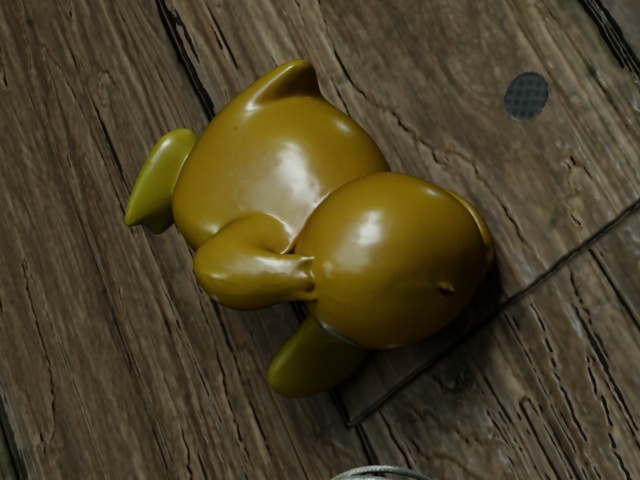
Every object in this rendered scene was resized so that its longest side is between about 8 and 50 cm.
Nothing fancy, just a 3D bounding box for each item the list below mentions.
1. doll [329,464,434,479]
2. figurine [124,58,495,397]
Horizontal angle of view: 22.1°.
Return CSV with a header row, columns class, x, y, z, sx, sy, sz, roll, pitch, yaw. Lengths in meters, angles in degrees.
class,x,y,z,sx,sy,sz,roll,pitch,yaw
doll,0.021,0.218,1.060,0.221,0.143,0.135,3,111,38
figurine,-0.003,-0.009,1.125,0.215,0.215,0.228,-41,67,21
